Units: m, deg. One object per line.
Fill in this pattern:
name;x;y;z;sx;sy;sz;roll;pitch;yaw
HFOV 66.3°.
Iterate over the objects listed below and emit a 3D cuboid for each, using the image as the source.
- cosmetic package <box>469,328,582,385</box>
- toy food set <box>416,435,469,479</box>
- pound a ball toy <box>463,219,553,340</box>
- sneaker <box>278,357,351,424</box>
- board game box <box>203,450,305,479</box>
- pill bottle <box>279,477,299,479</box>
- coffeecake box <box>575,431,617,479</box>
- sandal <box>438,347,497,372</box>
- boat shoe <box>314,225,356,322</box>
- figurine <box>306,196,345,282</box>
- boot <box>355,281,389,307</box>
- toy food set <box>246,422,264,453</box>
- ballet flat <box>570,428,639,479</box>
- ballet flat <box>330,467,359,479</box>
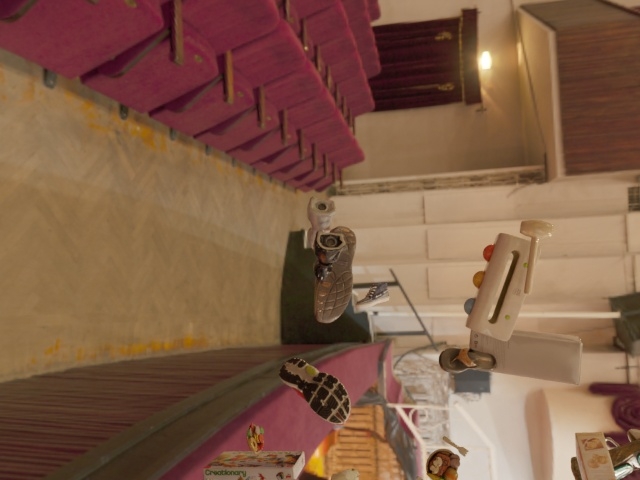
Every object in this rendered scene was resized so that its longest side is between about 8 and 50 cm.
cosmetic package;0.745;0.408;1.792;0.197;0.366;0.155;9;85;-63
toy food set;0.443;0.813;1.756;0.192;0.132;0.038;-56;-173;-6
pound a ball toy;0.483;0.097;1.300;0.208;0.136;0.319;19;90;-76
sneaker;-0.001;0.431;1.395;0.107;0.279;0.118;-44;131;-15
board game box;-0.221;0.774;1.677;0.193;0.306;0.053;43;44;-78
pill bottle;-0.167;0.753;1.183;0.392;0.224;0.223;5;81;-57
coffeecake box;0.694;0.600;1.222;0.185;0.068;0.142;-80;153;-46
sandal;0.512;0.409;1.682;0.060;0.220;0.090;109;-14;-52
boat shoe;0.046;0.126;1.797;0.130;0.132;0.355;168;-62;-71
figurine;0.000;0.000;1.561;0.209;0.092;0.214;105;-23;-54
boot;0.229;0.244;2.204;0.190;0.069;0.086;-12;96;-37
toy food set;-0.187;0.566;1.403;0.083;0.020;0.082;45;27;-52
ballet flat;0.911;0.627;1.449;0.123;0.349;0.123;53;16;-23
ballet flat;0.088;0.782;1.599;0.248;0.086;0.086;71;19;-67
